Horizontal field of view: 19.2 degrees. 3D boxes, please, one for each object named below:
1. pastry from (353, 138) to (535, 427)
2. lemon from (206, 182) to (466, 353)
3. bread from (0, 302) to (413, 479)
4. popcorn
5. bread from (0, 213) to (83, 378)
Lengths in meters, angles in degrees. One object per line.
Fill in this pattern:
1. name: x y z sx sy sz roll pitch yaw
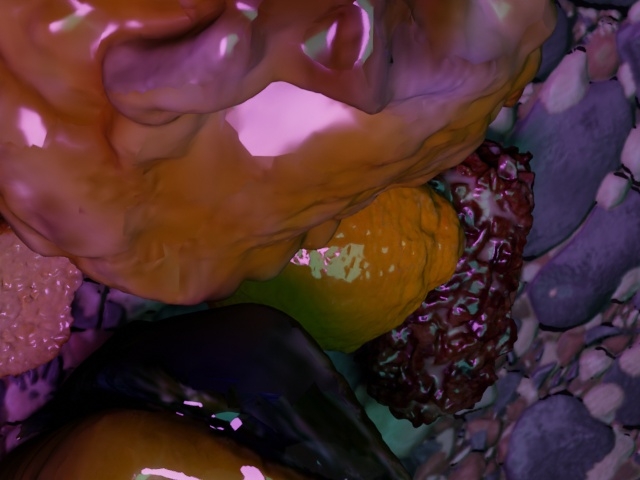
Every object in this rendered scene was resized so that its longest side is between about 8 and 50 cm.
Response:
1. pastry: 0.087 0.031 1.298 0.115 0.097 0.208 5 107 -23
2. lemon: 0.000 0.000 1.193 0.187 0.142 0.142 4 108 -6
3. bread: -0.073 0.178 1.087 0.208 0.376 0.251 -41 95 -23
4. popcorn: -0.052 -0.172 0.994 0.344 0.390 0.354 -33 82 -40
5. bread: -0.216 0.032 1.126 0.187 0.065 0.103 -8 107 -31
